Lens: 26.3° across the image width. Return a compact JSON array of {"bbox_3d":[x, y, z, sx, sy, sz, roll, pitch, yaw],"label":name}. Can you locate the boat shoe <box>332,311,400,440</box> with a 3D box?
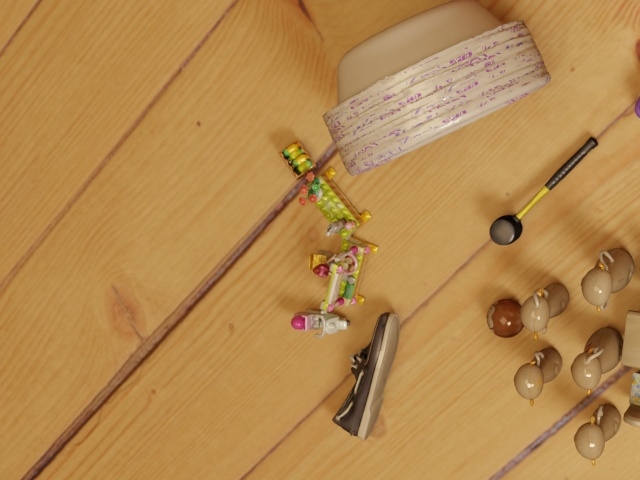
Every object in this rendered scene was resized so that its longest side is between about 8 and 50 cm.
[{"bbox_3d":[0.063,0.191,1.979,0.065,0.075,0.206,20,114,17],"label":"boat shoe"}]

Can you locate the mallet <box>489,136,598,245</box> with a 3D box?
[{"bbox_3d":[0.294,-0.064,1.817,0.039,0.062,0.190,46,116,8],"label":"mallet"}]

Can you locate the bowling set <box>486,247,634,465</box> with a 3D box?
[{"bbox_3d":[0.300,0.145,1.810,0.199,0.154,0.287,4,103,24],"label":"bowling set"}]

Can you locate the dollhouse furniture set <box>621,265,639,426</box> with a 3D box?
[{"bbox_3d":[0.495,0.150,1.714,0.242,0.161,0.212,10,106,23],"label":"dollhouse furniture set"}]

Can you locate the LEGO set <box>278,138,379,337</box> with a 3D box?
[{"bbox_3d":[0.000,0.000,1.946,0.132,0.107,0.287,-2,101,26],"label":"LEGO set"}]

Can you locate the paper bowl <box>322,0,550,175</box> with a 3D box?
[{"bbox_3d":[0.136,-0.203,1.735,0.284,0.284,0.148,-24,90,28],"label":"paper bowl"}]

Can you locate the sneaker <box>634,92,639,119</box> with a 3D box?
[{"bbox_3d":[0.459,-0.205,1.701,0.068,0.071,0.170,46,116,9],"label":"sneaker"}]
